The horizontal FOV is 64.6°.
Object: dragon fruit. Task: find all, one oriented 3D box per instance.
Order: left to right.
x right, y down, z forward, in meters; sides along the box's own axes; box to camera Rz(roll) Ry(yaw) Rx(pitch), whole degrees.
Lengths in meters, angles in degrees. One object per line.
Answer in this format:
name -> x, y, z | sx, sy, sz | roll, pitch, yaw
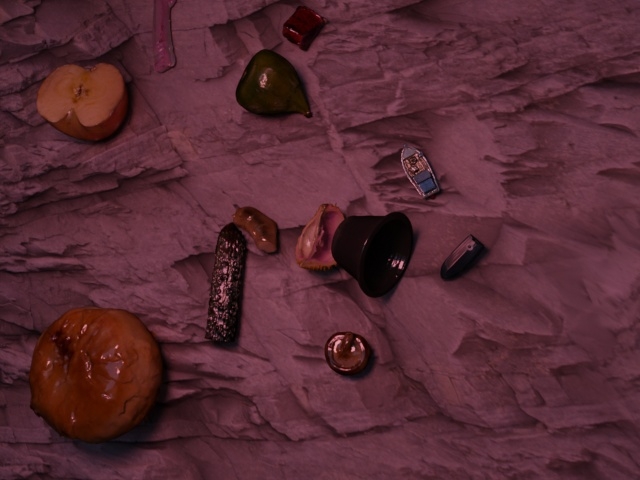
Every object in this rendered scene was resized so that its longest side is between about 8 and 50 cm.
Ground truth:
dragon fruit -> -0.061, -0.661, 1.605 | 0.102, 0.096, 0.147 | 33, 59, 10

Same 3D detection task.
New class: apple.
apple -> -0.787, -0.462, 1.734 | 0.292, 0.163, 0.251 | 10, 72, 5

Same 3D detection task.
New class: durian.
durian -> 0.001, 0.002, 1.428 | 0.165, 0.132, 0.182 | -14, 64, 2

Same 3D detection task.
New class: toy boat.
toy boat -> 0.275, -0.196, 1.421 | 0.069, 0.059, 0.173 | -27, 73, 10
toy boat -> 0.370, 0.051, 1.348 | 0.055, 0.060, 0.141 | 45, 101, 18

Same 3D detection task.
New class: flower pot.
flower pot -> 0.125, 0.018, 1.360 | 0.148, 0.235, 0.235 | 23, 86, 38

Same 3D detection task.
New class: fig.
fig -> -0.127, -0.462, 1.563 | 0.235, 0.203, 0.203 | 23, 85, -21

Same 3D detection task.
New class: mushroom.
mushroom -> 0.071, 0.305, 1.368 | 0.127, 0.087, 0.127 | -5, 74, 17

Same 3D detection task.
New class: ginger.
ginger -> -0.190, -0.039, 1.522 | 0.190, 0.069, 0.095 | 38, 87, 20

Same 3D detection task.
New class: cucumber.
cucumber -> -0.276, 0.118, 1.507 | 0.096, 0.096, 0.360 | 2, 79, 17

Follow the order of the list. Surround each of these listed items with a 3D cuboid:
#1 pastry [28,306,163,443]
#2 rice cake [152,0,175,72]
pastry -> -0.646, 0.386, 1.480 | 0.409, 0.245, 0.410 | -4, 75, 16
rice cake -> -0.549, -0.730, 1.775 | 0.081, 0.051, 0.290 | -6, 78, 16
